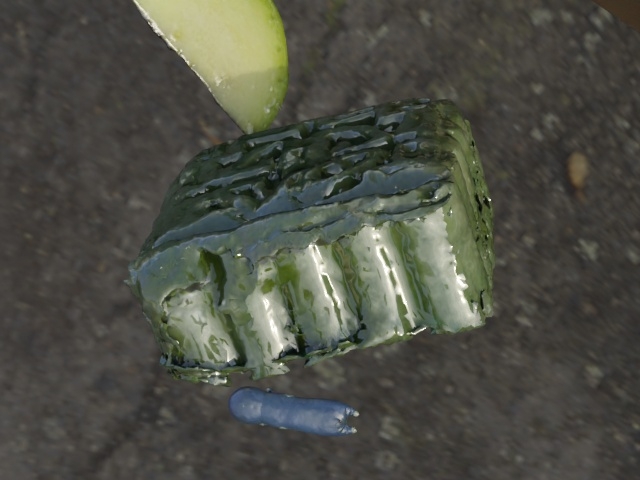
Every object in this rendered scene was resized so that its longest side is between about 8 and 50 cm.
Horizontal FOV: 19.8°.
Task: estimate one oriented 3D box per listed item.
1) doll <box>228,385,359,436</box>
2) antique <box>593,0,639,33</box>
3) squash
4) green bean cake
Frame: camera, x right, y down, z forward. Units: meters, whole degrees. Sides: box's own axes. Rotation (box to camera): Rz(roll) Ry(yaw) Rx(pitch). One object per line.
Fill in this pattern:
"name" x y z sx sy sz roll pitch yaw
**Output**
"doll" -0.026 0.162 1.735 0.125 0.027 0.037 9 90 7
"antique" 0.236 -0.169 1.128 0.087 0.310 0.093 15 78 63
"squash" -0.088 -0.193 1.460 0.085 0.192 0.184 -35 28 8
"green bean cake" 0.000 0.000 1.315 0.241 0.255 0.132 -12 108 12
